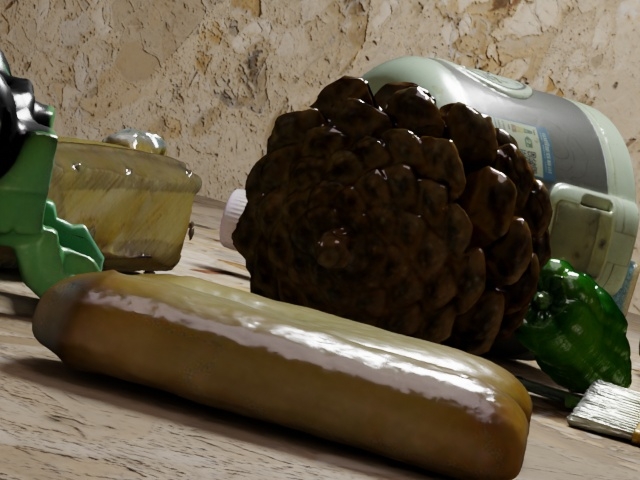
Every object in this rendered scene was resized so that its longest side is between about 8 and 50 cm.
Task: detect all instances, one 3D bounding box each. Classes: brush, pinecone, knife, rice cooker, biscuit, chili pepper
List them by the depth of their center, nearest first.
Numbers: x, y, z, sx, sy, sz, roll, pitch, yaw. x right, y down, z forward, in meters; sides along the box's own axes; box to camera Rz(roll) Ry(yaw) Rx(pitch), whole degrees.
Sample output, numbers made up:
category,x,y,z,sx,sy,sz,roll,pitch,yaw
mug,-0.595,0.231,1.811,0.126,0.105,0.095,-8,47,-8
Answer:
category,x,y,z,sx,sy,sz,roll,pitch,yaw
biscuit,-0.012,0.075,1.128,0.291,0.062,0.237,16,2,9
brush,0.330,0.155,1.437,0.272,0.013,0.103,12,17,17
pinecone,0.058,-0.001,1.445,0.244,0.243,0.257,15,-11,13
knife,0.245,0.145,1.527,0.212,0.015,0.054,16,-3,40
chili pepper,0.221,0.087,1.600,0.099,0.083,0.253,48,0,23
rice cooker,0.149,-0.028,1.831,0.277,0.288,0.288,13,3,-28

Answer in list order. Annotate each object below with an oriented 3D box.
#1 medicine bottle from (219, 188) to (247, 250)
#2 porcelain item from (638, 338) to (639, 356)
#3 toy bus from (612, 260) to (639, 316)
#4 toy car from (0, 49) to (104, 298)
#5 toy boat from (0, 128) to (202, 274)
category,x,y,z,sx,sy,sz,roll,pitch,yaw
medicine bottle,0.000,0.000,2.048,0.213,0.121,0.122,15,3,12
porcelain item,0.398,0.126,2.114,0.081,0.069,0.216,28,5,15
toy bus,0.216,0.043,2.178,0.275,0.138,0.167,16,4,-15
toy car,-0.313,-0.063,1.290,0.359,0.176,0.213,8,10,-12
toy boat,-0.242,-0.042,1.596,0.162,0.135,0.445,10,2,19
